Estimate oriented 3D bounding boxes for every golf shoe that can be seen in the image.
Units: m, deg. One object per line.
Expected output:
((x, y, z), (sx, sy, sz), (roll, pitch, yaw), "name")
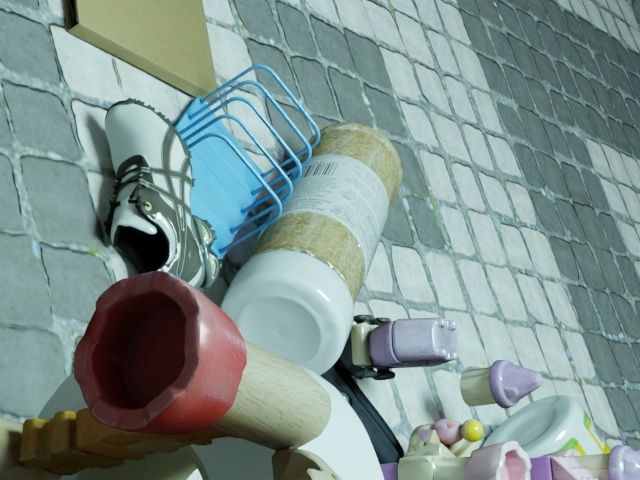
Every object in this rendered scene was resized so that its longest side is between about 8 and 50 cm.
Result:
((-0.159, -0.042, 1.232), (0.094, 0.077, 0.198), (-8, 71, -59), "golf shoe")

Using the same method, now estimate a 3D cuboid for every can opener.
((0.037, 0.169, 1.374), (0.186, 0.073, 0.059), (61, 20, -18), "can opener")

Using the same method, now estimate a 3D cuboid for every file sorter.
((-0.083, -0.085, 1.360), (0.118, 0.104, 0.170), (51, 30, -17), "file sorter")

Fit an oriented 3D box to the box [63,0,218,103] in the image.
((-0.192, -0.247, 1.417), (0.201, 0.021, 0.164), (25, 45, -47), "box")

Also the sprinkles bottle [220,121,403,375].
((0.000, 0.000, 1.379), (0.121, 0.121, 0.355), (51, 28, -16), "sprinkles bottle")

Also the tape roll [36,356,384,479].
((-0.091, 0.205, 0.905), (0.100, 0.286, 0.286), (23, 46, -47), "tape roll")

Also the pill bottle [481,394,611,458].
((0.307, 0.316, 1.581), (0.246, 0.136, 0.136), (55, 30, -10), "pill bottle")

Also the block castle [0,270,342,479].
((-0.145, 0.264, 0.702), (0.213, 0.303, 0.453), (31, 50, -51), "block castle")

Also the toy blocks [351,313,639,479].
((0.215, 0.220, 1.330), (0.288, 0.260, 0.309), (13, 70, -52), "toy blocks")
